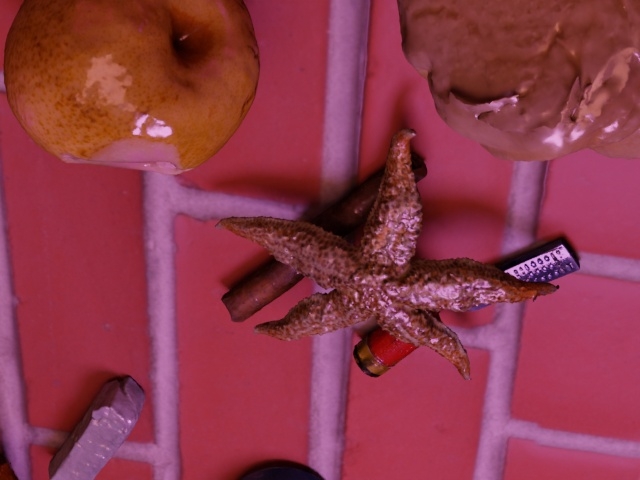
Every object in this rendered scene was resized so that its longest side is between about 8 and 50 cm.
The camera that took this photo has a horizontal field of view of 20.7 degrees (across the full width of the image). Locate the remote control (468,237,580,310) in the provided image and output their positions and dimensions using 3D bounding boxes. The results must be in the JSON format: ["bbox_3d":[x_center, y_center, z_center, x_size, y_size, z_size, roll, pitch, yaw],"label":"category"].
[{"bbox_3d":[0.224,0.041,2.035,0.152,0.027,0.043,-23,114,26],"label":"remote control"}]

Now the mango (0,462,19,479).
[{"bbox_3d":[-0.477,0.427,2.418,0.201,0.199,0.350,36,147,21],"label":"mango"}]

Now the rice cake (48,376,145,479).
[{"bbox_3d":[-0.296,0.262,2.306,0.063,0.069,0.206,29,127,-10],"label":"rice cake"}]

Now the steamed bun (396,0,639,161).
[{"bbox_3d":[0.253,-0.229,1.676,0.372,0.230,0.325,-16,79,30],"label":"steamed bun"}]

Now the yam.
[{"bbox_3d":[0.000,0.000,2.044,0.045,0.045,0.327,17,137,-41],"label":"yam"}]

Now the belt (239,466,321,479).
[{"bbox_3d":[-0.065,0.383,2.337,0.141,0.082,0.190,27,128,-12],"label":"belt"}]

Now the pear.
[{"bbox_3d":[-0.201,-0.181,1.820,0.271,0.271,0.271,7,129,8],"label":"pear"}]

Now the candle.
[{"bbox_3d":[0.098,0.113,2.105,0.052,0.052,0.130,38,125,-17],"label":"candle"}]

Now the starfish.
[{"bbox_3d":[0.063,0.056,2.001,0.347,0.078,0.358,40,124,-18],"label":"starfish"}]
